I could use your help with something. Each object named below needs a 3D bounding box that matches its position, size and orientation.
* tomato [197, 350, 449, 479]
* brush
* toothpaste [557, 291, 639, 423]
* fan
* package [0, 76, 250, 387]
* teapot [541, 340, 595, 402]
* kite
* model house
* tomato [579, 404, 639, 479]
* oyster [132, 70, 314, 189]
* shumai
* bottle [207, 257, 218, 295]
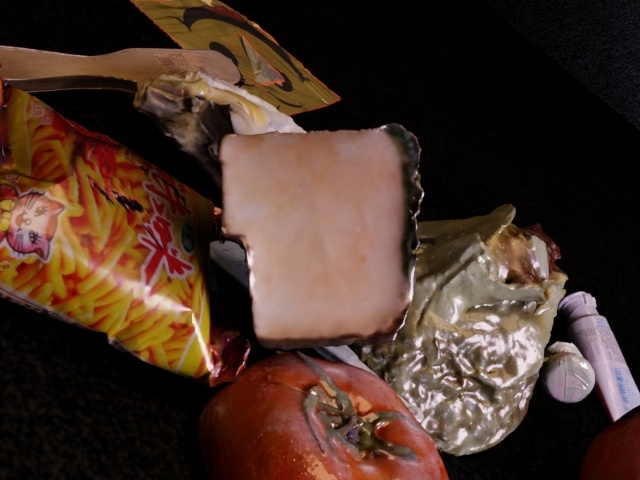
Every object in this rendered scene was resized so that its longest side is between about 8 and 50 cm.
[{"bbox_3d":[0.015,0.180,0.719,0.236,0.095,0.237,28,29,-17],"label":"tomato"},{"bbox_3d":[-0.234,-0.177,1.021,0.327,0.065,0.070,-7,57,-42],"label":"brush"},{"bbox_3d":[0.389,0.175,1.223,0.089,0.057,0.234,16,41,-33],"label":"toothpaste"},{"bbox_3d":[-0.013,0.089,0.873,0.282,0.023,0.057,41,27,23],"label":"fan"},{"bbox_3d":[-0.187,-0.009,0.752,0.288,0.108,0.223,35,33,-29],"label":"package"},{"bbox_3d":[0.297,0.161,1.129,0.083,0.064,0.064,4,21,4],"label":"teapot"},{"bbox_3d":[-0.112,-0.271,1.348,0.377,0.013,0.327,19,34,-34],"label":"kite"},{"bbox_3d":[0.000,0.000,0.803,0.166,0.183,0.172,-2,-2,-2],"label":"model house"},{"bbox_3d":[0.363,0.250,0.900,0.208,0.208,0.184,16,36,-36],"label":"tomato"},{"bbox_3d":[-0.070,-0.088,1.026,0.271,0.100,0.275,43,15,5],"label":"oyster"},{"bbox_3d":[0.144,0.069,0.921,0.256,0.218,0.189,42,22,2],"label":"shumai"},{"bbox_3d":[-0.121,0.019,0.870,0.030,0.030,0.083,14,36,-38],"label":"bottle"}]
